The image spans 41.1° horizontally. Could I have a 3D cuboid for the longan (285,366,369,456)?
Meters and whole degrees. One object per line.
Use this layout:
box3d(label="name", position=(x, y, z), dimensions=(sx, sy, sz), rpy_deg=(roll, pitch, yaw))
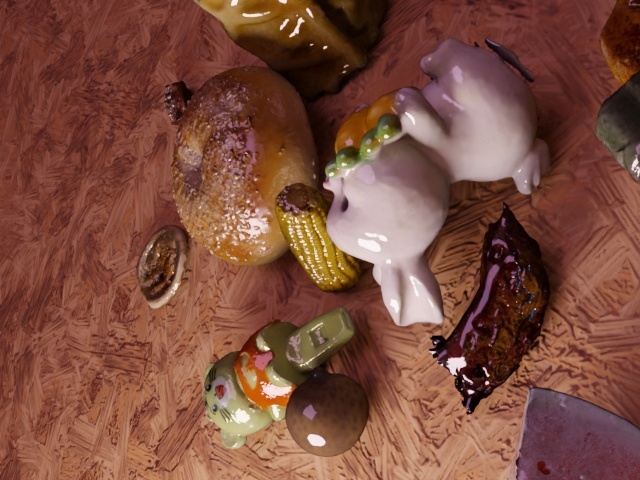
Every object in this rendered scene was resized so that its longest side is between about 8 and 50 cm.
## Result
box3d(label="longan", position=(0.008, 0.217, 1.083), dimensions=(0.113, 0.092, 0.113), rpy_deg=(-1, 88, 15))

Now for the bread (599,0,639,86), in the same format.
box3d(label="bread", position=(0.389, -0.241, 0.908), dimensions=(0.193, 0.064, 0.193), rpy_deg=(-27, 52, 42))

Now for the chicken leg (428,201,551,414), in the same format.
box3d(label="chicken leg", position=(0.195, 0.082, 0.953), dimensions=(0.063, 0.105, 0.234), rpy_deg=(-80, 15, -82))

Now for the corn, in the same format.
box3d(label="corn", position=(0.000, 0.000, 1.092), dimensions=(0.080, 0.231, 0.080), rpy_deg=(-6, 63, 11))

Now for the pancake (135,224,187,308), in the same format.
box3d(label="pancake", position=(-0.276, 0.044, 1.493), dimensions=(0.152, 0.025, 0.151), rpy_deg=(-21, 59, 39))

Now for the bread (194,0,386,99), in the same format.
box3d(label="bread", position=(-0.039, -0.367, 1.260), dimensions=(0.196, 0.252, 0.238), rpy_deg=(18, 83, 52))

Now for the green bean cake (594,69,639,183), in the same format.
box3d(label="green bean cake", position=(0.369, -0.115, 0.787), dimensions=(0.183, 0.185, 0.094), rpy_deg=(-45, 42, 21))

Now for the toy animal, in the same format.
box3d(label="toy animal", position=(0.119, -0.074, 1.001), dimensions=(0.310, 0.247, 0.183), rpy_deg=(-53, 26, -5))

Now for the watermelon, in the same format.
box3d(label="watermelon", position=(0.257, 0.296, 0.784), dimensions=(0.188, 0.175, 0.321), rpy_deg=(10, 101, 12))

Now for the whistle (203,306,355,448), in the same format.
box3d(label="whistle", position=(-0.065, 0.179, 1.168), dimensions=(0.288, 0.106, 0.131), rpy_deg=(-38, 57, 29))

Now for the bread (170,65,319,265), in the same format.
box3d(label="bread", position=(-0.127, -0.111, 1.277), dimensions=(0.305, 0.159, 0.305), rpy_deg=(0, 90, 58))

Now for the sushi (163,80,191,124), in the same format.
box3d(label="sushi", position=(-0.262, -0.251, 1.579), dimensions=(0.055, 0.052, 0.120), rpy_deg=(-30, 56, 15))
